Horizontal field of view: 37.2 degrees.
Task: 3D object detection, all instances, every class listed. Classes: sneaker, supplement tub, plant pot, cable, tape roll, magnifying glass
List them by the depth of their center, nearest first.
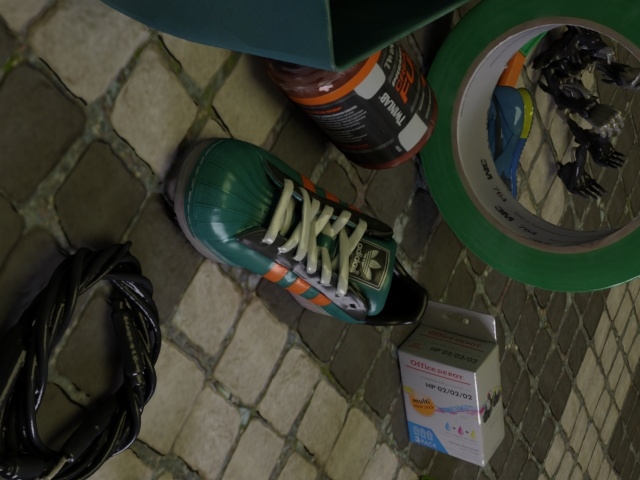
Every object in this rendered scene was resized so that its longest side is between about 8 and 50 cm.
[{"bbox_3d":[-0.047,-0.217,0.579,0.165,0.234,0.166,-36,129,-43],"label":"plant pot"},{"bbox_3d":[-0.164,0.089,0.681,0.150,0.047,0.185,40,67,-53],"label":"cable"},{"bbox_3d":[0.021,-0.146,0.818,0.198,0.106,0.106,38,69,-54],"label":"supplement tub"},{"bbox_3d":[0.000,0.000,0.823,0.302,0.121,0.108,35,72,-54],"label":"sneaker"},{"bbox_3d":[0.257,-0.110,0.982,0.077,0.321,0.321,-21,118,-52],"label":"tape roll"},{"bbox_3d":[0.196,-0.087,1.147,0.082,0.069,0.209,-7,122,-18],"label":"sneaker"},{"bbox_3d":[0.252,-0.254,1.180,0.092,0.026,0.231,28,82,-40],"label":"magnifying glass"}]

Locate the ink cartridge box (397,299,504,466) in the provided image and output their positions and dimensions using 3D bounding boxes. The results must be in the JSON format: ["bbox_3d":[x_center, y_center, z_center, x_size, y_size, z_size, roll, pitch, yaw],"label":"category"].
[{"bbox_3d":[0.153,0.166,1.118,0.061,0.104,0.181,-41,131,-42],"label":"ink cartridge box"}]

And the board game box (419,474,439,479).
[{"bbox_3d":[0.114,0.397,1.194,0.181,0.043,0.092,-52,139,-32],"label":"board game box"}]

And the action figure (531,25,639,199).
[{"bbox_3d":[0.377,-0.199,1.294,0.164,0.141,0.276,-42,135,-25],"label":"action figure"}]
